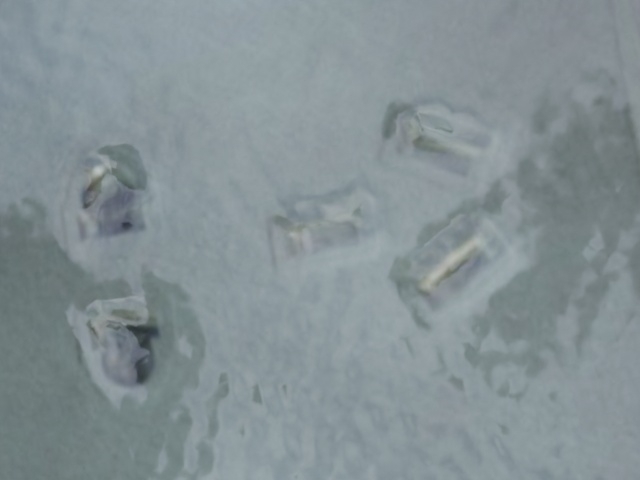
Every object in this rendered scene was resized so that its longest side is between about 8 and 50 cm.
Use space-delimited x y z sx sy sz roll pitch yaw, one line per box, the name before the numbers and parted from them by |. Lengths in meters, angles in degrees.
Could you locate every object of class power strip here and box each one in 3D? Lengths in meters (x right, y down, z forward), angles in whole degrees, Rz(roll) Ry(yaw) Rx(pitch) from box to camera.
power strip | 0.000 0.000 0.497 0.213 0.064 0.198 -11 78 17
